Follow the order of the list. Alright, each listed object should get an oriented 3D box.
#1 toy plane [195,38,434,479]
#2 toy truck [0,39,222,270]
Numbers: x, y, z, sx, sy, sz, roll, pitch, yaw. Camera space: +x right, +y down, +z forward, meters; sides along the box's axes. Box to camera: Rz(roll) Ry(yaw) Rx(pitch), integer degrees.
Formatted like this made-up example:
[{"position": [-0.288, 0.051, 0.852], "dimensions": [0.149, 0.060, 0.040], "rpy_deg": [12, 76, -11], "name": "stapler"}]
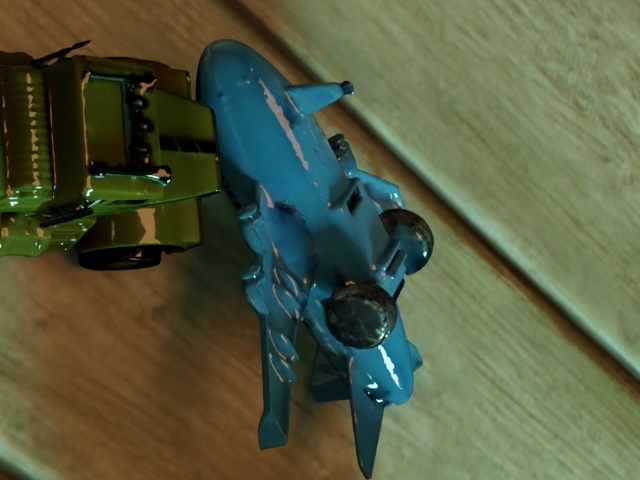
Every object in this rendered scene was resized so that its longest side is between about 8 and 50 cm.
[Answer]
[{"position": [0.000, 0.000, 1.049], "dimensions": [0.254, 0.105, 0.271], "rpy_deg": [-59, 138, -52], "name": "toy plane"}, {"position": [-0.157, -0.050, 0.917], "dimensions": [0.257, 0.127, 0.127], "rpy_deg": [3, 78, -48], "name": "toy truck"}]
